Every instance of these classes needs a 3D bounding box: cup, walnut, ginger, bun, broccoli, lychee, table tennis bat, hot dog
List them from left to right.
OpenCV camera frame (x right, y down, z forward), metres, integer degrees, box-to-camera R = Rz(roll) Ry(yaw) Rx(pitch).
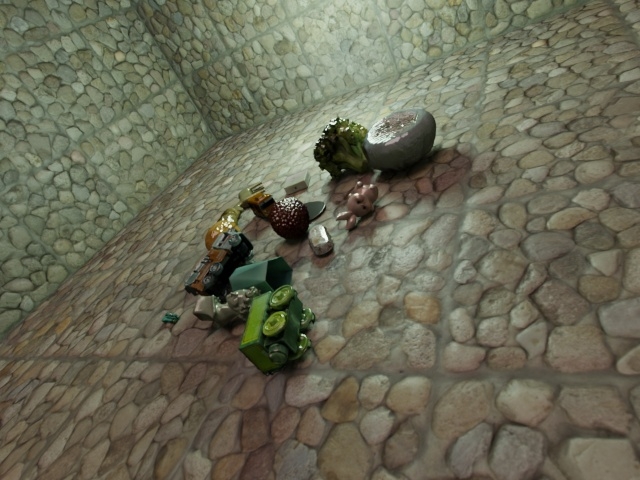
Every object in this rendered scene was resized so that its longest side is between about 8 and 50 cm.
[{"bbox_3d":[-0.466,-0.013,1.967,0.159,0.159,0.207,-10,31,31],"label":"walnut"},{"bbox_3d":[-0.493,-0.087,2.164,0.109,0.117,0.263,15,30,-4],"label":"ginger"},{"bbox_3d":[-0.236,0.141,1.554,0.235,0.134,0.148,-9,63,39],"label":"cup"},{"bbox_3d":[-0.128,-0.091,1.784,0.188,0.188,0.188,-22,30,13],"label":"lychee"},{"bbox_3d":[-0.109,-0.130,1.973,0.300,0.023,0.174,-4,38,35],"label":"table tennis bat"},{"bbox_3d":[0.000,0.000,1.649,0.099,0.053,0.192,-30,32,2],"label":"hot dog"},{"bbox_3d":[0.131,-0.440,2.060,0.281,0.347,0.294,45,118,29],"label":"broccoli"},{"bbox_3d":[0.359,-0.446,1.859,0.361,0.212,0.362,-20,30,12],"label":"bun"}]

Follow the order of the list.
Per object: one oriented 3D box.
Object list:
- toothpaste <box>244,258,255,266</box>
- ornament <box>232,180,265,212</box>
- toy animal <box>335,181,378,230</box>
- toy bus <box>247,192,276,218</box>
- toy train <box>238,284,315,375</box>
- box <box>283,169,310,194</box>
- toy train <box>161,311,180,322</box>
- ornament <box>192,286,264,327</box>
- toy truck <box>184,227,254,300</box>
[{"bbox_3d":[-0.303,0.106,1.768,0.062,0.037,0.216,-39,25,-9],"label":"toothpaste"},{"bbox_3d":[-0.427,-0.238,2.378,0.244,0.061,0.230,-29,31,-2],"label":"ornament"},{"bbox_3d":[0.158,-0.139,1.666,0.124,0.124,0.213,0,47,41],"label":"toy animal"},{"bbox_3d":[-0.298,-0.186,2.119,0.098,0.114,0.201,-37,23,-17],"label":"toy bus"},{"bbox_3d":[-0.134,0.265,1.255,0.188,0.159,0.272,-25,30,21],"label":"toy train"},{"bbox_3d":[-0.127,-0.321,2.252,0.129,0.051,0.130,-18,31,19],"label":"box"},{"bbox_3d":[-0.630,0.327,1.719,0.092,0.029,0.045,-2,47,37],"label":"toy train"},{"bbox_3d":[-0.323,0.247,1.472,0.284,0.130,0.121,-17,56,22],"label":"ornament"},{"bbox_3d":[-0.420,0.088,1.714,0.184,0.133,0.339,9,59,34],"label":"toy truck"}]
